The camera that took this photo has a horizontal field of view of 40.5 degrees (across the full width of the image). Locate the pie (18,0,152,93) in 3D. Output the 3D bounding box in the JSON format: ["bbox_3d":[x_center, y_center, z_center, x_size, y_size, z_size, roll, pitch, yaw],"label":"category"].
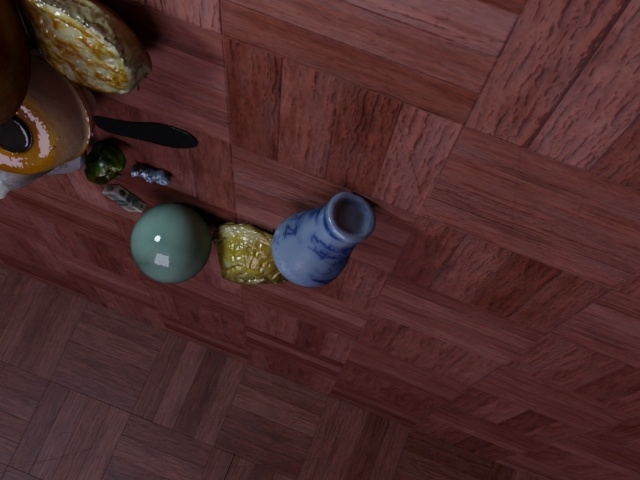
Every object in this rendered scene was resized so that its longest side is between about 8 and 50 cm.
[{"bbox_3d":[-0.320,-0.280,1.170,0.205,0.084,0.179,26,159,11],"label":"pie"}]

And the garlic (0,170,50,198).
[{"bbox_3d":[-0.587,-0.164,1.594,0.210,0.292,0.237,37,135,-7],"label":"garlic"}]

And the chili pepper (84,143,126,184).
[{"bbox_3d":[-0.427,-0.142,1.694,0.073,0.072,0.204,43,163,-11],"label":"chili pepper"}]

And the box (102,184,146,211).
[{"bbox_3d":[-0.432,-0.092,1.910,0.054,0.024,0.083,3,153,42],"label":"box"}]

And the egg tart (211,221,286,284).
[{"bbox_3d":[-0.140,0.044,1.860,0.252,0.098,0.232,-4,152,45],"label":"egg tart"}]

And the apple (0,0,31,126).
[{"bbox_3d":[-0.543,-0.279,1.145,0.301,0.301,0.301,20,161,7],"label":"apple"}]

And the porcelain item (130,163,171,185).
[{"bbox_3d":[-0.328,-0.126,1.691,0.083,0.028,0.036,16,158,14],"label":"porcelain item"}]

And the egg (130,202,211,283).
[{"bbox_3d":[-0.314,0.007,1.825,0.168,0.168,0.231,25,165,-7],"label":"egg"}]

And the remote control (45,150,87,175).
[{"bbox_3d":[-0.511,-0.170,1.725,0.044,0.073,0.229,-10,-173,-34],"label":"remote control"}]

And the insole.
[{"bbox_3d":[-0.311,-0.191,1.534,0.232,0.003,0.080,12,159,28],"label":"insole"}]

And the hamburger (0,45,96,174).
[{"bbox_3d":[-0.480,-0.206,1.401,0.237,0.147,0.237,6,129,7],"label":"hamburger"}]

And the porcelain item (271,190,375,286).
[{"bbox_3d":[0.000,0.000,1.522,0.141,0.141,0.259,27,153,-13],"label":"porcelain item"}]
